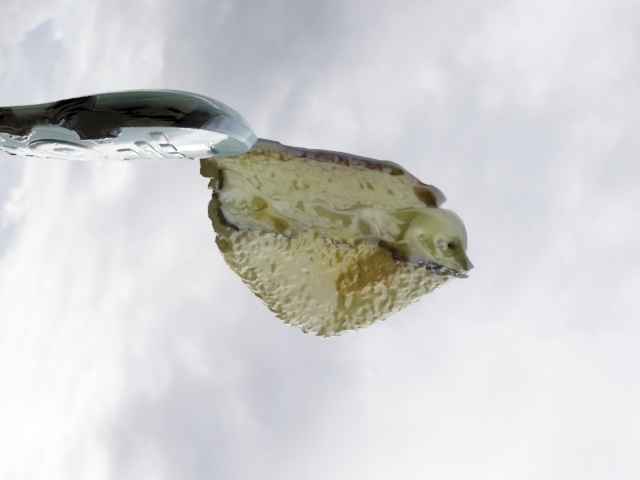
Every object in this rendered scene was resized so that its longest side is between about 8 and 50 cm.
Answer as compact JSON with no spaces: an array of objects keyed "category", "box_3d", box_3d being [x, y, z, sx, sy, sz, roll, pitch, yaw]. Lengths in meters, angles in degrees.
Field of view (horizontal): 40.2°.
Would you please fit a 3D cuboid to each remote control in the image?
[{"category":"remote control","box_3d":[-0.172,-0.085,0.648,0.097,0.256,0.045,53,38,-77]}]

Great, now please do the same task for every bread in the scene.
[{"category":"bread","box_3d":[0.004,0.007,0.816,0.174,0.251,0.133,-112,-145,-52]}]
